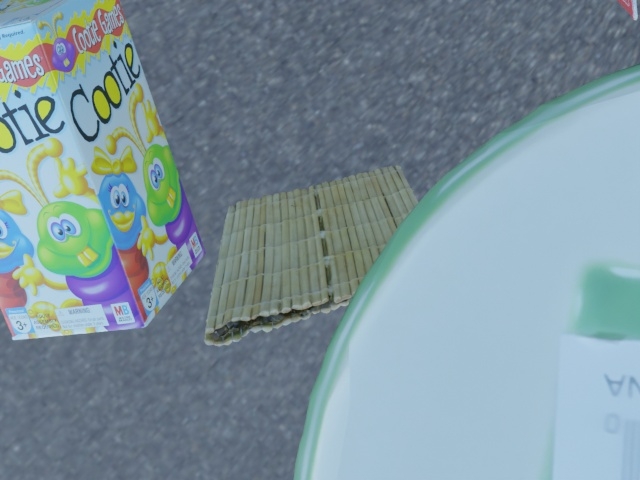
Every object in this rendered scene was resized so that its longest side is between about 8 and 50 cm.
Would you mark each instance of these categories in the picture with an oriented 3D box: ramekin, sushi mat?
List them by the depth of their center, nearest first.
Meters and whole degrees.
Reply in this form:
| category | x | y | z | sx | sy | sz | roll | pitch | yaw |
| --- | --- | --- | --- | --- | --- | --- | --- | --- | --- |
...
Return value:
| category | x | y | z | sx | sy | sz | roll | pitch | yaw |
| --- | --- | --- | --- | --- | --- | --- | --- | --- | --- |
| ramekin | 0.138 | 0.087 | 0.353 | 0.304 | 0.148 | 0.303 | -3 | 80 | 19 |
| sushi mat | 0.000 | 0.000 | 0.827 | 0.152 | 0.316 | 0.019 | -12 | 105 | 1 |

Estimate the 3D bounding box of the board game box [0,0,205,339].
| category | x | y | z | sx | sy | sz | roll | pitch | yaw |
| --- | --- | --- | --- | --- | --- | --- | --- | --- | --- |
| board game box | -0.226 | -0.070 | 1.030 | 0.142 | 0.144 | 0.275 | -7 | 115 | 22 |

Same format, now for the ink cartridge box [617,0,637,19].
| category | x | y | z | sx | sy | sz | roll | pitch | yaw |
| --- | --- | --- | --- | --- | --- | --- | --- | --- | --- |
| ink cartridge box | 0.204 | -0.352 | 1.035 | 0.066 | 0.296 | 0.261 | -10 | 116 | 4 |
